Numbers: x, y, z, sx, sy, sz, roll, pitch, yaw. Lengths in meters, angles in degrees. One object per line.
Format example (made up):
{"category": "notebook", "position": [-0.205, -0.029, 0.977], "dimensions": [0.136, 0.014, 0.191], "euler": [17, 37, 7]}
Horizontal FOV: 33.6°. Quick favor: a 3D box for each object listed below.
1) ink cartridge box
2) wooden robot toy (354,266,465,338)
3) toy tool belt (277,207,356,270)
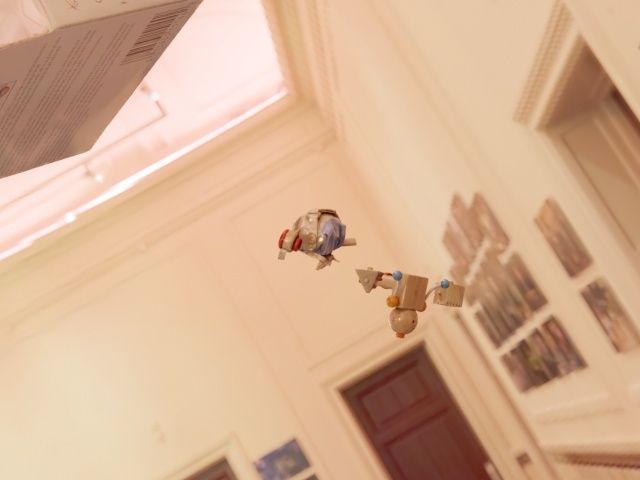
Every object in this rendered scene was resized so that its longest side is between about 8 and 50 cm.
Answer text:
{"category": "ink cartridge box", "position": [-0.261, -0.119, 0.847], "dimensions": [0.261, 0.066, 0.296], "euler": [-25, -6, -36]}
{"category": "wooden robot toy", "position": [0.100, 0.079, 1.280], "dimensions": [0.076, 0.079, 0.173], "euler": [3, -6, 44]}
{"category": "toy tool belt", "position": [0.000, 0.000, 0.937], "dimensions": [0.083, 0.051, 0.052], "euler": [-33, -36, -68]}
